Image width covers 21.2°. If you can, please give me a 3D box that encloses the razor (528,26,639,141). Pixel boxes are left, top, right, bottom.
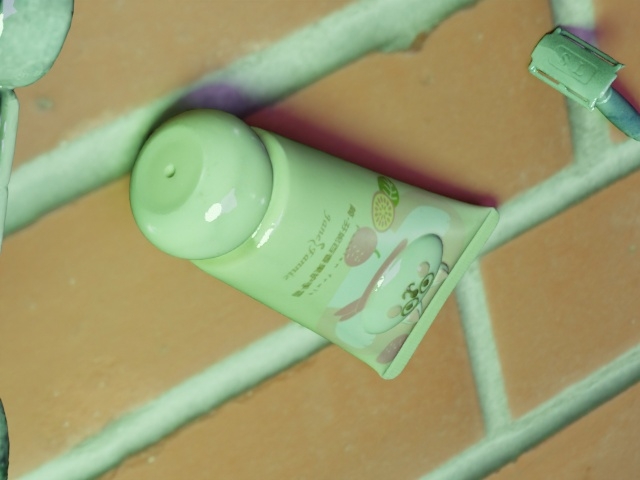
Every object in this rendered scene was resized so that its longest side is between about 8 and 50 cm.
[{"bbox_3d":[0.208,-0.102,1.235,0.040,0.068,0.135,-54,144,5],"label":"razor"}]

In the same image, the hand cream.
[{"bbox_3d":[0.000,0.000,1.123,0.306,0.093,0.147,24,100,-50],"label":"hand cream"}]

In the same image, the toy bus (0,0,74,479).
[{"bbox_3d":[-0.274,-0.002,0.764,0.209,0.249,0.440,4,96,-38],"label":"toy bus"}]
